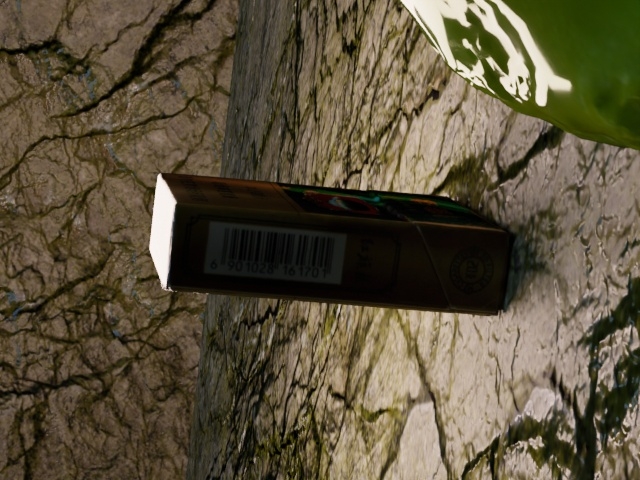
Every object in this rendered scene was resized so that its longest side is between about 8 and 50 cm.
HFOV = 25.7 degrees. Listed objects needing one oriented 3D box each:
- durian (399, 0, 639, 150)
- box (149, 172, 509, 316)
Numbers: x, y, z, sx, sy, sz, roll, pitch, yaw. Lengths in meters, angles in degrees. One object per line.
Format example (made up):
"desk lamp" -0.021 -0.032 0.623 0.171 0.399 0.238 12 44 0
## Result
"durian" 0.128 -0.169 0.610 0.256 0.204 0.340 130 144 -50
"box" 0.000 0.000 1.031 0.159 0.240 0.071 -143 59 -75
